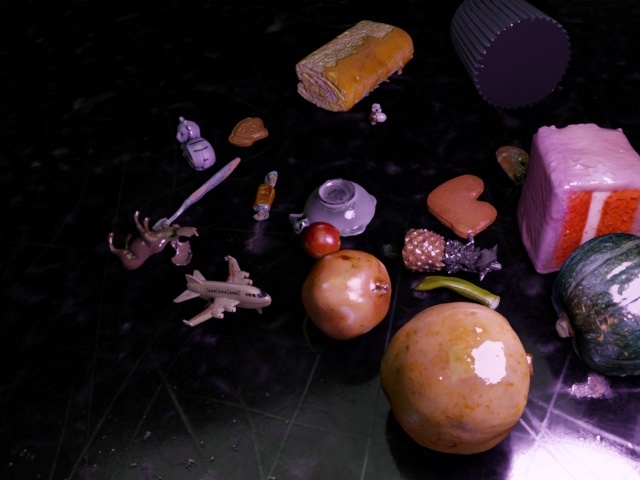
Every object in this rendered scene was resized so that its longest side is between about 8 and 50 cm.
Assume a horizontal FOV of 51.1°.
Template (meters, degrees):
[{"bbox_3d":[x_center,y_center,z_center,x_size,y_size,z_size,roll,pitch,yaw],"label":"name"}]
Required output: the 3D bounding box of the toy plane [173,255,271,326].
[{"bbox_3d":[-0.228,0.131,1.620,0.244,0.092,0.229,12,47,19],"label":"toy plane"}]

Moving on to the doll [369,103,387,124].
[{"bbox_3d":[0.175,-0.402,2.116,0.058,0.040,0.085,-9,48,-18],"label":"doll"}]

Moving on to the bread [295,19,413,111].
[{"bbox_3d":[0.120,-0.579,2.209,0.236,0.165,0.375,28,54,28],"label":"bread"}]

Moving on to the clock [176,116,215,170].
[{"bbox_3d":[-0.386,-0.297,2.046,0.080,0.117,0.176,-27,48,-16],"label":"clock"}]

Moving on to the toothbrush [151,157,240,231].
[{"bbox_3d":[-0.356,-0.133,1.941,0.028,0.037,0.375,35,56,12],"label":"toothbrush"}]

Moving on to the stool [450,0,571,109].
[{"bbox_3d":[0.576,-0.620,2.099,0.297,0.297,0.330,-11,41,-2],"label":"stool"}]

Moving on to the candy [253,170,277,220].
[{"bbox_3d":[-0.155,-0.121,1.889,0.053,0.046,0.182,5,52,9],"label":"candy"}]

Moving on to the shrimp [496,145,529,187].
[{"bbox_3d":[0.551,-0.206,1.871,0.099,0.041,0.180,3,43,-9],"label":"shrimp"}]

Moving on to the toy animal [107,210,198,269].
[{"bbox_3d":[-0.435,0.007,1.773,0.214,0.094,0.186,-42,64,-3],"label":"toy animal"}]

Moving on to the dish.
[{"bbox_3d":[0.034,-0.102,1.816,0.246,0.078,0.224,-18,47,-8],"label":"dish"}]

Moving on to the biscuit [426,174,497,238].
[{"bbox_3d":[0.391,-0.100,1.787,0.186,0.036,0.192,-28,49,-19],"label":"biscuit"}]

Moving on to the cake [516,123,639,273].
[{"bbox_3d":[0.606,-0.097,1.566,0.236,0.309,0.230,-5,48,0],"label":"cake"}]

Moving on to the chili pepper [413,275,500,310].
[{"bbox_3d":[0.323,0.116,1.581,0.201,0.050,0.052,15,13,24],"label":"chili pepper"}]

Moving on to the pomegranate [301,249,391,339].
[{"bbox_3d":[0.057,0.123,1.508,0.209,0.209,0.209,-5,45,5],"label":"pomegranate"}]

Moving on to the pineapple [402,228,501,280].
[{"bbox_3d":[0.318,0.036,1.619,0.237,0.111,0.119,6,66,9],"label":"pineapple"}]

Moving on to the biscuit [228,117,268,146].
[{"bbox_3d":[-0.224,-0.349,2.138,0.118,0.023,0.140,5,46,15],"label":"biscuit"}]

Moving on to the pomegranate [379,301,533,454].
[{"bbox_3d":[0.255,0.263,1.297,0.307,0.307,0.307,-5,45,5],"label":"pomegranate"}]

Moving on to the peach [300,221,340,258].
[{"bbox_3d":[-0.001,0.000,1.712,0.100,0.101,0.101,-5,45,5],"label":"peach"}]

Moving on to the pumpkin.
[{"bbox_3d":[0.627,0.116,1.385,0.263,0.197,0.293,-23,59,-2],"label":"pumpkin"}]
